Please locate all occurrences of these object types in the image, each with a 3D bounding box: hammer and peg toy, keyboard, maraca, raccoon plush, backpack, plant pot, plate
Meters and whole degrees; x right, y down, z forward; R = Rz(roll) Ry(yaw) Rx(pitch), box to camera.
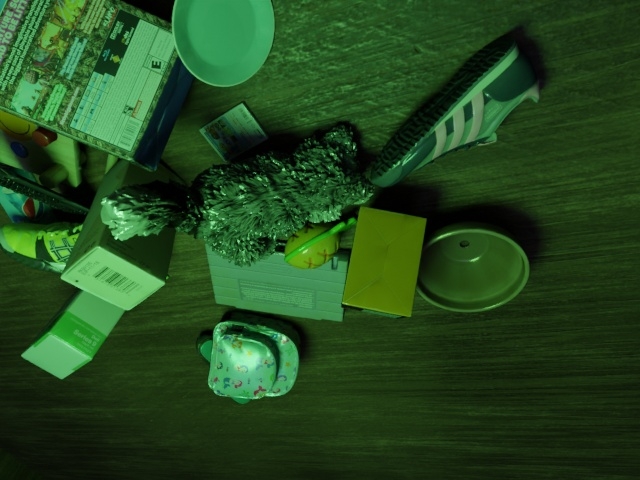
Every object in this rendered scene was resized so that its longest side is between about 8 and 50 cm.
[{"bbox_3d":[-0.581,-0.229,0.928,0.361,0.127,0.266,20,131,-4],"label":"hammer and peg toy"},{"bbox_3d":[-0.644,-0.111,0.974,0.202,0.033,0.317,17,170,8],"label":"keyboard"},{"bbox_3d":[0.000,0.000,0.988,0.186,0.127,0.099,-31,87,8],"label":"maraca"},{"bbox_3d":[-0.097,-0.074,0.790,0.299,0.446,0.216,-23,95,29],"label":"raccoon plush"},{"bbox_3d":[-0.182,0.331,1.261,0.254,0.191,0.225,9,100,-5],"label":"backpack"},{"bbox_3d":[0.317,0.037,0.962,0.237,0.109,0.237,7,131,8],"label":"plant pot"},{"bbox_3d":[-0.158,-0.351,0.729,0.024,0.188,0.188,36,143,37],"label":"plate"}]

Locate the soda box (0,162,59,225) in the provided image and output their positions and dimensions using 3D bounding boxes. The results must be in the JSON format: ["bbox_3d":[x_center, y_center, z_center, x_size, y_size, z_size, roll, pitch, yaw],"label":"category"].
[{"bbox_3d":[-0.745,-0.094,1.119,0.071,0.067,0.210,4,131,10],"label":"soda box"}]

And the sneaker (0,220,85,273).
[{"bbox_3d":[-0.574,0.002,1.081,0.385,0.145,0.147,13,114,-5],"label":"sneaker"}]

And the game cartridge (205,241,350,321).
[{"bbox_3d":[-0.107,0.099,1.146,0.355,0.068,0.230,8,134,6],"label":"game cartridge"}]

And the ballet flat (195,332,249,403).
[{"bbox_3d":[-0.306,0.399,1.422,0.096,0.095,0.280,17,137,58],"label":"ballet flat"}]

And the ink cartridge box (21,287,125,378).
[{"bbox_3d":[-0.610,0.190,1.175,0.121,0.289,0.211,42,130,-21],"label":"ink cartridge box"}]

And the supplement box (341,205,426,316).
[{"bbox_3d":[0.123,0.054,0.916,0.129,0.191,0.194,11,169,4],"label":"supplement box"}]

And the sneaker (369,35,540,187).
[{"bbox_3d":[0.232,-0.184,0.768,0.131,0.112,0.319,38,116,-24],"label":"sneaker"}]

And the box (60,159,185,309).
[{"bbox_3d":[-0.386,-0.033,0.908,0.121,0.311,0.148,-33,131,23],"label":"box"}]

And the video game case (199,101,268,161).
[{"bbox_3d":[-0.180,-0.222,0.921,0.122,0.011,0.087,-21,122,27],"label":"video game case"}]

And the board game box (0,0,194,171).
[{"bbox_3d":[-0.394,-0.285,0.755,0.291,0.141,0.232,23,88,-6],"label":"board game box"}]
